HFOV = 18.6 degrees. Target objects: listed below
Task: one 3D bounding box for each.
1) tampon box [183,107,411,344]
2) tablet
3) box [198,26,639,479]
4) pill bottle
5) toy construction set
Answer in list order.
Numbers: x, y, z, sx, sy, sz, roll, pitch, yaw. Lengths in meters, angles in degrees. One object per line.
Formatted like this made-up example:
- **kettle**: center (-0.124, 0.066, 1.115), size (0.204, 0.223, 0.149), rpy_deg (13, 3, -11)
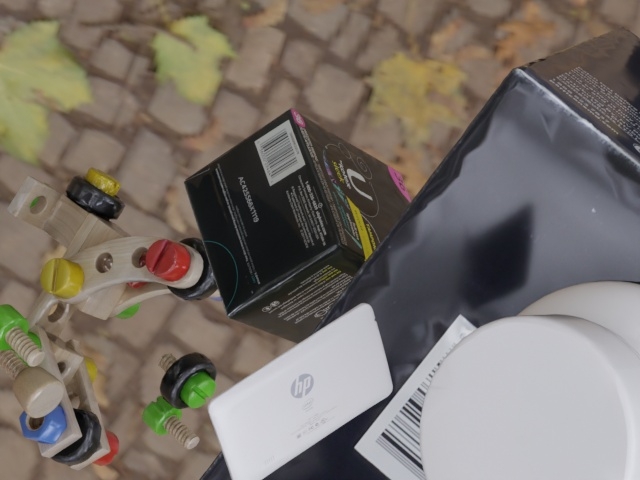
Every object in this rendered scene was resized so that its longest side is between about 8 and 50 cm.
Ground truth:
- **tampon box**: center (0.000, 0.000, 1.409), size (0.101, 0.120, 0.161), rpy_deg (-32, 150, 21)
- **tablet**: center (-0.007, 0.066, 0.817), size (0.083, 0.006, 0.054), rpy_deg (-32, 131, -20)
- **box**: center (0.111, 0.070, 1.126), size (0.179, 0.312, 0.343), rpy_deg (40, 109, 9)
- **pill bottle**: center (0.116, 0.068, 0.702), size (0.180, 0.108, 0.108), rpy_deg (5, 101, -54)
- **toy construction set**: center (-0.256, 0.061, 1.820), size (0.309, 0.237, 0.257), rpy_deg (-11, 133, -47)
